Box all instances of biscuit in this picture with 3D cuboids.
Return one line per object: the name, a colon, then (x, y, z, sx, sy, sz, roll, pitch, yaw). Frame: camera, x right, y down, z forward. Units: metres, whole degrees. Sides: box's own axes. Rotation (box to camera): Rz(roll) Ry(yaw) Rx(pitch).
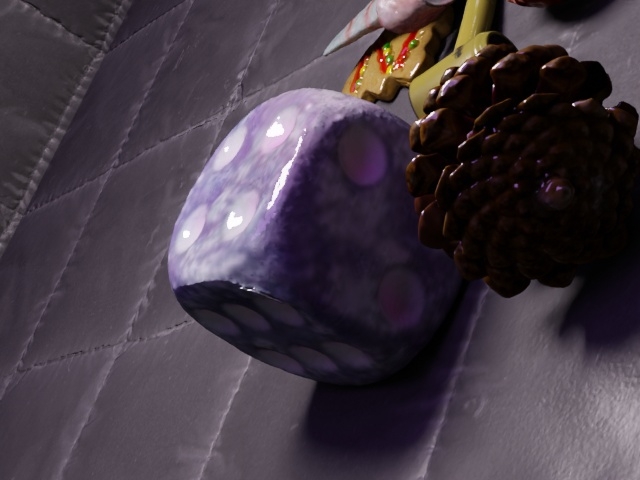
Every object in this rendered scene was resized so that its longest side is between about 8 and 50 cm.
biscuit: (0.109, -0.280, 2.092, 0.239, 0.041, 0.212, -33, 34, 39)

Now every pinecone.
pinecone: (0.210, -0.088, 1.432, 0.264, 0.264, 0.264, -42, 28, 28)

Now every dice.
dice: (0.000, 0.000, 1.658, 0.270, 0.270, 0.271, -13, 48, 57)

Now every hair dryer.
hair dryer: (0.209, -0.265, 1.850, 0.135, 0.090, 0.278, -36, 25, 38)

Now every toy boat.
toy boat: (0.108, -0.349, 2.065, 0.282, 0.096, 0.206, -29, 22, 53)

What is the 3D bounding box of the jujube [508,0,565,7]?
jujube: (0.279, -0.414, 1.737, 0.232, 0.213, 0.213, -55, 24, -1)
